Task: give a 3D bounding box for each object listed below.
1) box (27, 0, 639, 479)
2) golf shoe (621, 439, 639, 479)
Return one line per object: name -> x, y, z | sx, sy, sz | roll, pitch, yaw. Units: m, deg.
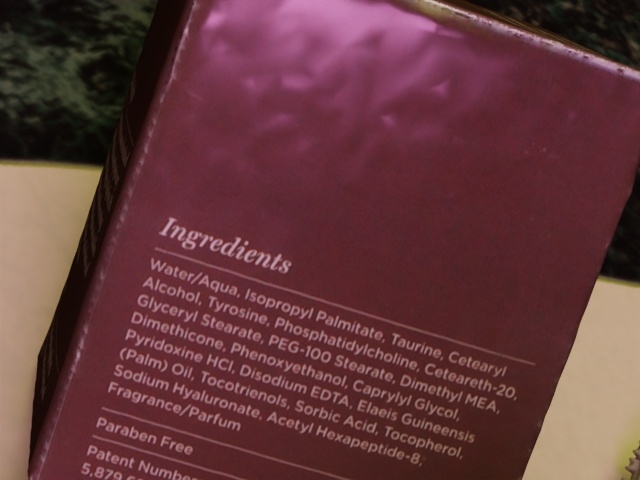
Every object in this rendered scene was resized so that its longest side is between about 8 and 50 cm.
box -> 0.000, 0.000, 0.710 | 0.167, 0.203, 0.168 | 18, 10, -10
golf shoe -> 0.178, 0.160, 0.804 | 0.086, 0.069, 0.176 | 23, 44, -35
